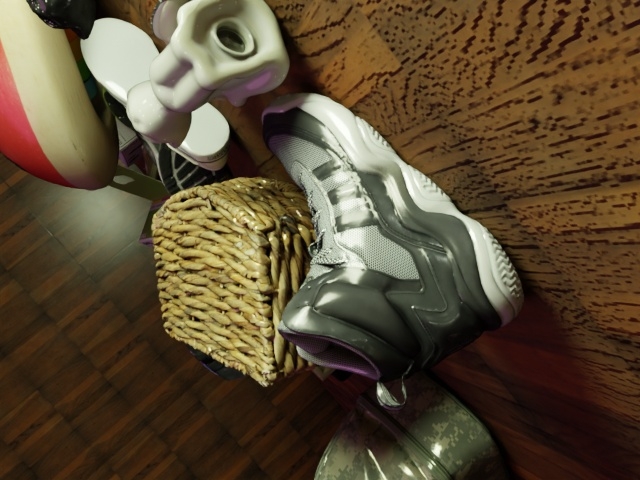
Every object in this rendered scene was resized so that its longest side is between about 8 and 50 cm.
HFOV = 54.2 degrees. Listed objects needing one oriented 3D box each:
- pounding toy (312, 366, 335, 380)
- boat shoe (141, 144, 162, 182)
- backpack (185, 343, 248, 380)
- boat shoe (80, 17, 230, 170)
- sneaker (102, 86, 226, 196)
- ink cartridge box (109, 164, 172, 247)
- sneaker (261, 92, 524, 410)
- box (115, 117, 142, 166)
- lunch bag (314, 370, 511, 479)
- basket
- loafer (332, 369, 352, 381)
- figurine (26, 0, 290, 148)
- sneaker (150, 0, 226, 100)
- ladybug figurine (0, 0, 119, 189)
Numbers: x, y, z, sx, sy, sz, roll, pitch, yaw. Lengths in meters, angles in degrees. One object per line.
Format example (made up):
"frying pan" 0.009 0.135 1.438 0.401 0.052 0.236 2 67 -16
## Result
"pounding toy" -0.020 0.182 1.192 0.130 0.141 0.100 53 168 -18
"boat shoe" -0.319 -0.172 1.265 0.098 0.109 0.302 49 174 -6
"backpack" -0.165 0.144 1.307 0.276 0.263 0.213 54 168 -26
"boat shoe" -0.227 -0.200 0.880 0.267 0.096 0.088 39 163 7
"sneaker" -0.254 -0.184 1.039 0.121 0.111 0.300 55 173 50
"ink cartridge box" -0.313 -0.044 1.220 0.255 0.097 0.189 22 165 -30
"sneaker" 0.009 0.001 0.480 0.268 0.153 0.101 44 167 24
"box" -0.606 -0.327 1.864 0.169 0.087 0.290 50 169 -5
"lunch bag" 0.133 0.374 0.959 0.212 0.256 0.305 40 165 40
"basket" -0.054 0.024 0.783 0.299 0.223 0.213 7 104 55
"loafer" 0.019 0.261 1.452 0.078 0.080 0.220 41 166 34
"figurine" -0.152 -0.177 0.515 0.215 0.092 0.209 52 148 -15
"sneaker" -0.115 -0.190 0.613 0.075 0.057 0.161 27 163 0
"ladybug figurine" -0.416 -0.262 0.891 0.305 0.162 0.449 -113 12 -58
